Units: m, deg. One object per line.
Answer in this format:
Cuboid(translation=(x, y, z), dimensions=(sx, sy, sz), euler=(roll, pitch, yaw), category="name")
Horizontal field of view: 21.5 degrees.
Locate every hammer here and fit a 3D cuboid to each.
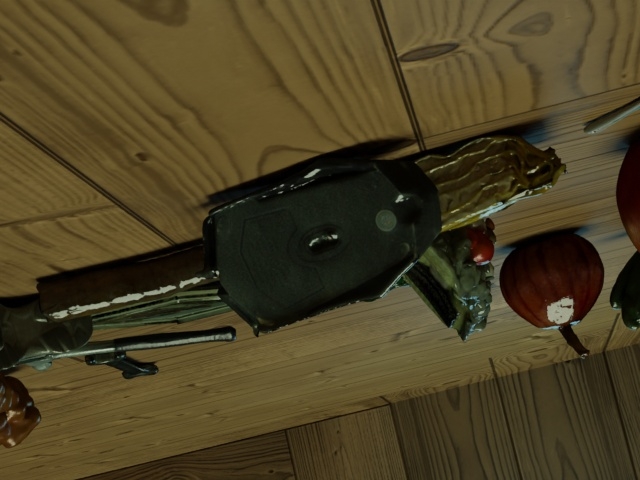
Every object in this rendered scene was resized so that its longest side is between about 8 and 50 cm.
Cuboid(translation=(-0.219, 0.118, 1.928), dimensions=(0.246, 0.029, 0.103), euler=(-6, 168, 0), category="hammer")

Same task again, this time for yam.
Cuboid(translation=(-0.108, 0.023, 1.598), dimensions=(0.326, 0.045, 0.045), euler=(-14, 135, 2), category="yam")

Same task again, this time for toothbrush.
Cuboid(translation=(0.280, -0.115, 1.422), dimensions=(0.014, 0.017, 0.162), euler=(2, 162, -36), category="toothbrush")

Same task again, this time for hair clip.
Cuboid(translation=(0.129, 0.011, 1.656), dimensions=(0.091, 0.138, 0.321), euler=(-43, 169, -3), category="hair clip")

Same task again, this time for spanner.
Cuboid(translation=(-0.260, 0.164, 2.221), dimensions=(0.054, 0.015, 0.254), euler=(-14, 169, 4), category="spanner")

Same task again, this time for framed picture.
Cuboid(translation=(-0.151, 0.071, 1.786), dimensions=(0.217, 0.017, 0.274), euler=(-4, 173, -41), category="framed picture")

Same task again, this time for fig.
Cuboid(translation=(0.296, 0.054, 2.046), dimensions=(0.128, 0.150, 0.128), euler=(-51, 172, -10), category="fig")

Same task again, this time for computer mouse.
Cuboid(translation=(0.000, -0.003, 1.423), dimensions=(0.231, 0.126, 0.071), euler=(-23, -173, 25), category="computer mouse")

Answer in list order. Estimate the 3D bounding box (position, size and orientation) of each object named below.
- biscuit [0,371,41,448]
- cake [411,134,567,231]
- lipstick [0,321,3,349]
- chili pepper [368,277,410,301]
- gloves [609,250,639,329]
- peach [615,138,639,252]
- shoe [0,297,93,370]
Cuboid(translation=(-0.507, 0.225, 1.990), dimensions=(0.318, 0.111, 0.312), euler=(-13, 168, 0), category="biscuit")
Cuboid(translation=(0.125, -0.051, 1.479), dimensions=(0.185, 0.080, 0.116), euler=(-27, 178, 17), category="cake")
Cuboid(translation=(-0.443, 0.117, 1.589), dimensions=(0.371, 0.076, 0.079), euler=(-22, 165, 39), category="lipstick")
Cuboid(translation=(0.129, 0.045, 1.986), dimensions=(0.182, 0.050, 0.073), euler=(1, 169, -45), category="chili pepper")
Cuboid(translation=(0.477, 0.015, 2.112), dimensions=(0.268, 0.107, 0.135), euler=(-36, 170, 19), category="gloves")
Cuboid(translation=(0.368, -0.057, 1.578), dimensions=(0.190, 0.192, 0.190), euler=(-8, -153, 4), category="peach")
Cuboid(translation=(-0.318, 0.098, 1.676), dimensions=(0.169, 0.071, 0.099), euler=(-10, 172, -35), category="shoe")
